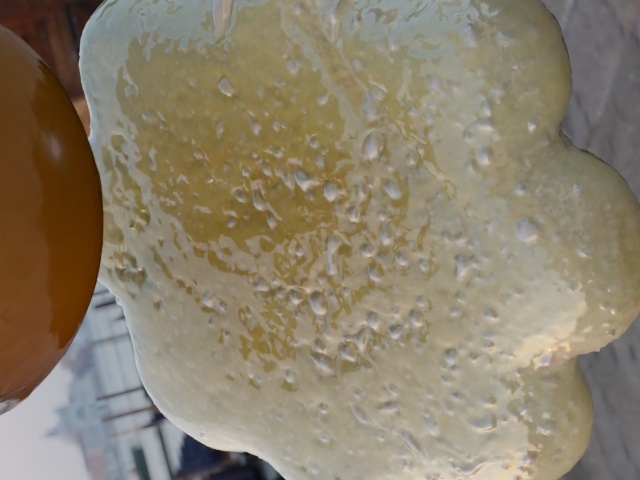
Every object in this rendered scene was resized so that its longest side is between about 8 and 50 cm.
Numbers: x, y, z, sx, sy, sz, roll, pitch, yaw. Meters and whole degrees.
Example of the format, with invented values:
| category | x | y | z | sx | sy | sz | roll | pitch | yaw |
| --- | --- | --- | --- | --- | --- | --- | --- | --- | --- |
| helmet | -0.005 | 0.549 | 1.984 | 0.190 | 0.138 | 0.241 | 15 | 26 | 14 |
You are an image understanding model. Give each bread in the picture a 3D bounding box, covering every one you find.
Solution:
| category | x | y | z | sx | sy | sz | roll | pitch | yaw |
| --- | --- | --- | --- | --- | --- | --- | --- | --- | --- |
| bread | 0.000 | 0.000 | 0.645 | 0.316 | 0.054 | 0.316 | 12 | 115 | 29 |

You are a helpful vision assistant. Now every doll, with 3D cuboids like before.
| category | x | y | z | sx | sy | sz | roll | pitch | yaw |
| --- | --- | --- | --- | --- | --- | --- | --- | --- | --- |
| doll | -0.172 | 0.022 | 0.559 | 0.236 | 0.213 | 0.213 | 59 | 167 | 9 |
